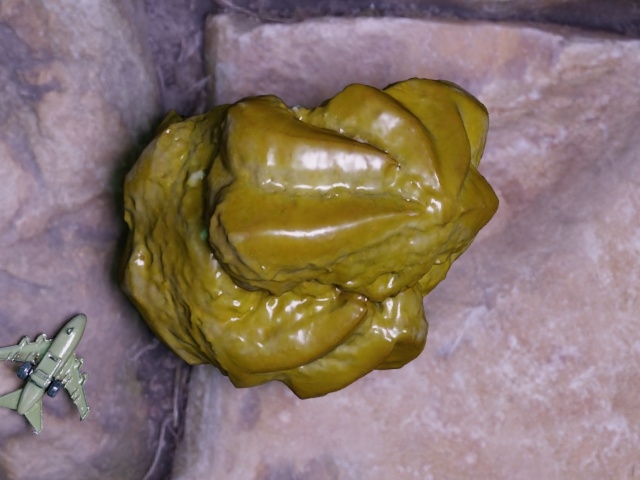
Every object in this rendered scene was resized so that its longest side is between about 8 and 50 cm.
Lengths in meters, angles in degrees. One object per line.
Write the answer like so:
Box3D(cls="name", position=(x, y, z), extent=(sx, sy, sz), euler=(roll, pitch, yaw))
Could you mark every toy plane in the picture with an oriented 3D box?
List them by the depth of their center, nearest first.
Box3D(cls="toy plane", position=(-0.239, 0.112, 1.323), extent=(0.102, 0.040, 0.111), euler=(33, 88, -2))

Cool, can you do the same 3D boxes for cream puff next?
Box3D(cls="cream puff", position=(-0.006, 0.006, 1.255), extent=(0.323, 0.270, 0.274), euler=(-8, 100, -10))
